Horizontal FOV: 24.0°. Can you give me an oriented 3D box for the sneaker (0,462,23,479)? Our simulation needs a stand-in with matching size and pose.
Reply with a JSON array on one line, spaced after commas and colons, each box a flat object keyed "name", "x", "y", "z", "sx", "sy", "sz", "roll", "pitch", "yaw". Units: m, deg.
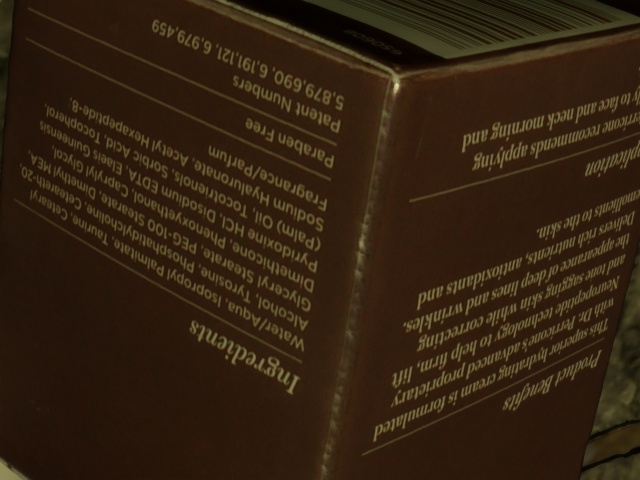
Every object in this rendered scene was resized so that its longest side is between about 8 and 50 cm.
[{"name": "sneaker", "x": -0.262, "y": 0.110, "z": 0.557, "sx": 0.331, "sy": 0.122, "sz": 0.146, "roll": -18, "pitch": 117, "yaw": -8}]

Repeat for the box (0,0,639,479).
[{"name": "box", "x": 0.000, "y": 0.000, "z": 0.531, "sx": 0.168, "sy": 0.167, "sz": 0.203, "roll": -16, "pitch": 124, "yaw": -47}]
